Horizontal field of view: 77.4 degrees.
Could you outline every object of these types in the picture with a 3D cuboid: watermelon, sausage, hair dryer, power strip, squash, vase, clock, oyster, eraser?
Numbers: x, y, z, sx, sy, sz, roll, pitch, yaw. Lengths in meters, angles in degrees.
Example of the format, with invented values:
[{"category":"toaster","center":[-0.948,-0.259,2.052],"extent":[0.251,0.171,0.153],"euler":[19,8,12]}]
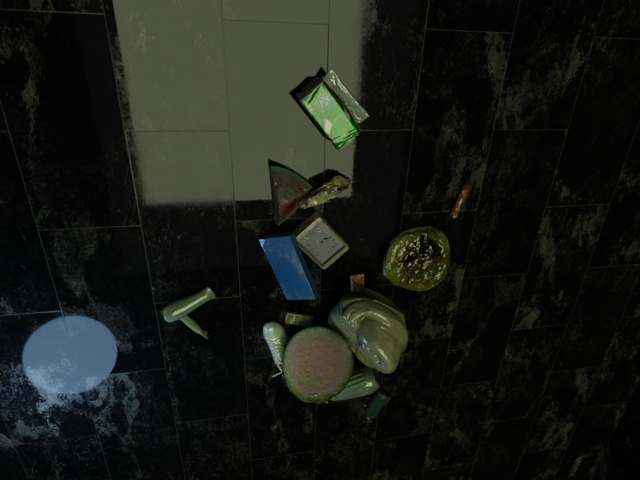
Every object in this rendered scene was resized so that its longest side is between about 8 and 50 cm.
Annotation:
[{"category":"watermelon","center":[-0.148,-0.148,1.428],"extent":[0.136,0.202,0.207],"euler":[29,108,17]},{"category":"sausage","center":[0.572,-0.163,1.637],"extent":[0.036,0.042,0.157],"euler":[26,109,18]},{"category":"hair dryer","center":[-0.492,0.312,1.621],"extent":[0.206,0.075,0.237],"euler":[-25,125,-7]},{"category":"power strip","center":[-0.095,0.338,1.727],"extent":[0.123,0.032,0.056],"euler":[14,110,-17]},{"category":"squash","center":[0.023,0.542,1.715],"extent":[0.310,0.310,0.309],"euler":[-31,152,3]},{"category":"vase","center":[0.153,0.689,1.900],"extent":[0.248,0.128,0.128],"euler":[-26,118,11]},{"category":"clock","center":[0.000,0.000,1.567],"extent":[0.147,0.071,0.192],"euler":[-41,116,8]},{"category":"oyster","center":[0.010,-0.180,1.474],"extent":[0.209,0.133,0.072],"euler":[-27,81,12]},{"category":"eraser","center":[-0.120,0.106,1.567],"extent":[0.144,0.042,0.311],"euler":[-5,123,26]}]

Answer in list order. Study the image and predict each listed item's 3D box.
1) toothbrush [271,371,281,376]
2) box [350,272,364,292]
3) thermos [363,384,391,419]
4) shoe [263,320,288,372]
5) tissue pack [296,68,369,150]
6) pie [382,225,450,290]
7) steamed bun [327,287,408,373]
[{"category":"toothbrush","center":[-0.164,0.605,1.849],"extent":[0.131,0.011,0.013],"euler":[-23,130,-1]},{"category":"box","center":[0.158,0.188,1.721],"extent":[0.058,0.015,0.093],"euler":[-8,117,-6]},{"category":"thermos","center":[0.277,0.826,2.014],"extent":[0.083,0.073,0.187],"euler":[17,110,-21]},{"category":"shoe","center":[-0.173,0.474,1.732],"extent":[0.095,0.110,0.264],"euler":[-20,120,-1]},{"category":"tissue pack","center":[0.044,-0.439,1.326],"extent":[0.156,0.148,0.209],"euler":[-39,116,9]},{"category":"pie","center":[0.415,0.081,1.698],"extent":[0.323,0.070,0.323],"euler":[-5,114,-11]},{"category":"steamed bun","center":[0.214,0.346,1.649],"extent":[0.255,0.368,0.342],"euler":[-37,90,-20]}]
